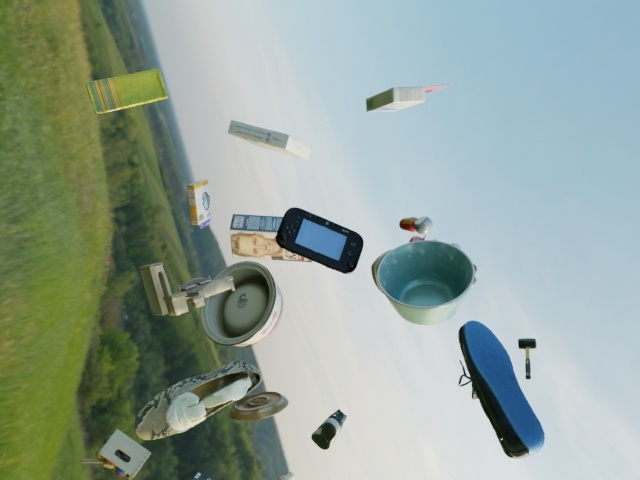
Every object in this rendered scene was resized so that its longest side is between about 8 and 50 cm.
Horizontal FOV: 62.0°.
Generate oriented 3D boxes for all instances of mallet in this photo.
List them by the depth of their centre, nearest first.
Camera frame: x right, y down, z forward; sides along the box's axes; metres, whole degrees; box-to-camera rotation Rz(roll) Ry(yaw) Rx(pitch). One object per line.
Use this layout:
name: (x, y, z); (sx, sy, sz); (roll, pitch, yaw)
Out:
mallet: (0.714, 0.399, 1.807); (0.190, 0.062, 0.039); (-70, 146, -58)

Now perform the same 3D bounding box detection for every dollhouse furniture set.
dollhouse furniture set: (-0.429, 0.125, 1.886); (0.303, 0.355, 0.174); (-8, -81, 53)

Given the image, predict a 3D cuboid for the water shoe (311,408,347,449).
water shoe: (0.034, 0.615, 1.726); (0.073, 0.080, 0.203); (43, -39, 11)

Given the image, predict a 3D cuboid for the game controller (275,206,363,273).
game controller: (0.000, 0.000, 1.949); (0.067, 0.319, 0.167); (153, -41, -77)

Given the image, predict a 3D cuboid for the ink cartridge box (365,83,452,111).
ink cartridge box: (0.359, -0.584, 2.197); (0.296, 0.260, 0.066); (-158, -118, -73)

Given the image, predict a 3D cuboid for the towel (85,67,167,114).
towel: (-0.623, -0.484, 1.721); (0.021, 0.237, 0.102); (14, -58, 65)

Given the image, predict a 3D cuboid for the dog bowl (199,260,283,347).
dog bowl: (-0.353, 0.310, 2.478); (0.150, 0.407, 0.408); (46, 16, -52)

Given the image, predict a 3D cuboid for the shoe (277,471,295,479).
shoe: (-0.108, 0.935, 1.985); (0.076, 0.058, 0.219); (23, -40, 32)

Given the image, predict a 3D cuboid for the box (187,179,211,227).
box: (-0.360, -0.108, 1.589); (0.081, 0.028, 0.136); (-43, 137, -64)

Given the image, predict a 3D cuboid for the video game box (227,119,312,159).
video game box: (-0.143, -0.292, 1.560); (0.205, 0.187, 0.048); (1, 104, -73)

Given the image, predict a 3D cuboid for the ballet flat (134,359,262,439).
ballet flat: (-0.399, 0.548, 1.857); (0.182, 0.482, 0.164); (-3, -79, 44)

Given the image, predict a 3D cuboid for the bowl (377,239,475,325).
bowl: (0.347, 0.159, 1.755); (0.312, 0.311, 0.163); (-119, -166, -49)

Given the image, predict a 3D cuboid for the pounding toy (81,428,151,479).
pounding toy: (-0.542, 0.573, 1.407); (0.141, 0.100, 0.130); (36, -35, -2)

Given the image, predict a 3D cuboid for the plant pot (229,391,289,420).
plant pot: (-0.241, 0.639, 2.076); (0.236, 0.236, 0.033); (-167, -112, -77)

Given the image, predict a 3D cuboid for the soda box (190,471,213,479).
soda box: (-0.343, 0.679, 1.363); (0.169, 0.053, 0.060); (-37, 144, -60)

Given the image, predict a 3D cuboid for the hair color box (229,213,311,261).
hair color box: (-0.199, -0.008, 2.242); (0.105, 0.346, 0.174); (-87, 180, -46)

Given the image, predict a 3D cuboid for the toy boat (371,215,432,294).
toy boat: (0.320, 0.065, 1.937); (0.148, 0.267, 0.319); (8, -95, 60)

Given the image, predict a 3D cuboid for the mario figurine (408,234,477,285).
mario figurine: (0.518, 0.070, 2.236); (0.320, 0.170, 0.198); (29, 1, -3)

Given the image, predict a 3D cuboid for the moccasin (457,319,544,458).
moccasin: (0.412, 0.365, 1.312); (0.117, 0.137, 0.342); (117, -31, -45)
